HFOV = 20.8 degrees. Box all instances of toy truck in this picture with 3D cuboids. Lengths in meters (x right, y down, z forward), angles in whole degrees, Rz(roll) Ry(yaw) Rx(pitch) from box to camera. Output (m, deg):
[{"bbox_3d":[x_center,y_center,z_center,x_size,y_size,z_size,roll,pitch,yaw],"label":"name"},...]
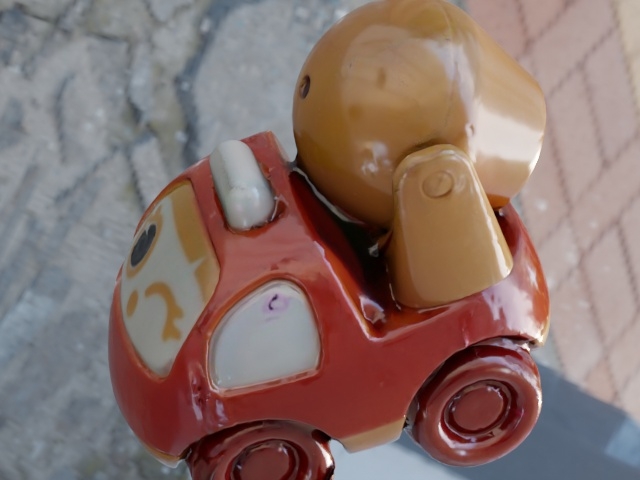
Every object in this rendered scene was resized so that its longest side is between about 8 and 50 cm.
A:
[{"bbox_3d":[0.000,0.000,0.933,0.265,0.189,0.239,-19,125,-4],"label":"toy truck"}]
